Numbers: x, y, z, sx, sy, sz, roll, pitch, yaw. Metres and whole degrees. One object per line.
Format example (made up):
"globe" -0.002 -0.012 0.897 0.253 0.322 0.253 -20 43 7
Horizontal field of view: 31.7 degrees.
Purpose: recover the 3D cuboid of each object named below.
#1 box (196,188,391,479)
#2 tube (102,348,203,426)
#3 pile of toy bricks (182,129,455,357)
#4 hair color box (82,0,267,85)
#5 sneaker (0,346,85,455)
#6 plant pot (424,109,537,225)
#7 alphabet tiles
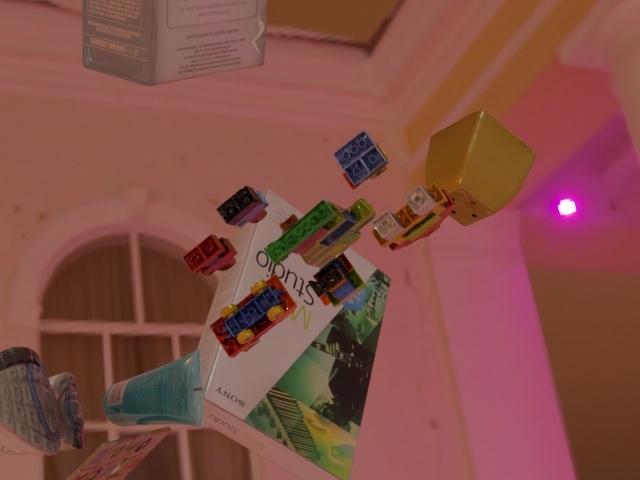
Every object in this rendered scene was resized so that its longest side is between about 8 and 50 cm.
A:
"box" -0.033 0.123 1.420 0.232 0.322 0.058 35 -40 -26
"tube" -0.181 0.173 1.254 0.052 0.080 0.207 -2 -10 -33
"pile of toy bricks" 0.000 0.000 0.914 0.212 0.118 0.105 -37 -17 12
"hair color box" -0.149 -0.368 1.202 0.114 0.374 0.185 20 26 34
"sneaker" -0.334 0.188 1.184 0.129 0.111 0.297 -11 -17 -3
"plant pot" 0.151 -0.064 1.119 0.081 0.083 0.081 35 -32 -21
"alphabet tiles" -0.295 0.314 1.344 0.237 0.009 0.198 -46 -13 7
